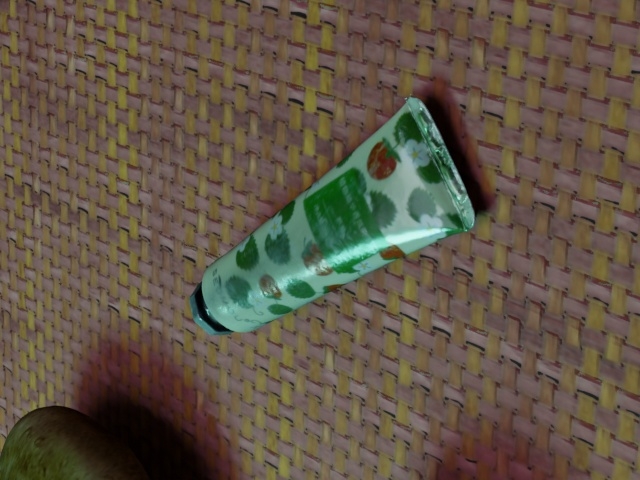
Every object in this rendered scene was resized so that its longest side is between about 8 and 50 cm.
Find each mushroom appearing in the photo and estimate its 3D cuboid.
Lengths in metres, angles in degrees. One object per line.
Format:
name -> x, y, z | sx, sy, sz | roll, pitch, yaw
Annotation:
mushroom -> -0.198, 0.274, 1.294 | 0.278, 0.146, 0.278 | 30, 129, 46

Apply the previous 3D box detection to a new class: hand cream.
hand cream -> 0.000, 0.000, 1.051 | 0.276, 0.059, 0.095 | -34, 77, 44
